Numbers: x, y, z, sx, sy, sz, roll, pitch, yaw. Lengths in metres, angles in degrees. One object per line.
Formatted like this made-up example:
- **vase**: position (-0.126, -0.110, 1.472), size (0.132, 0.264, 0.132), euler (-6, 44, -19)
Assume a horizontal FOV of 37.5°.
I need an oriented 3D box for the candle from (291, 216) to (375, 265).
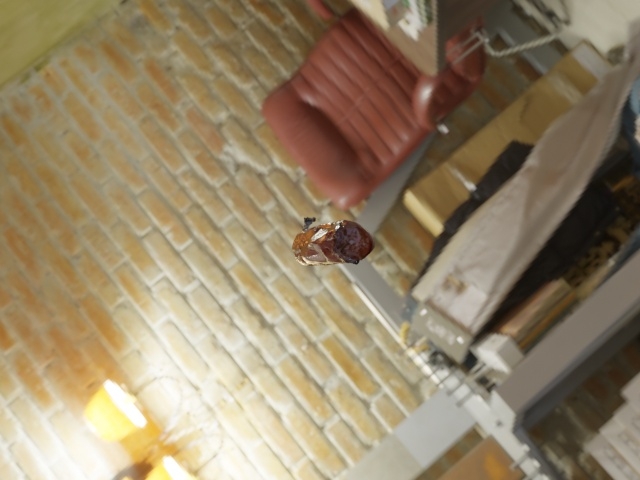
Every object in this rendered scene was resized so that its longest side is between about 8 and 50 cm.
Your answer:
- **candle**: position (0.000, 0.000, 0.887), size (0.162, 0.053, 0.048), euler (174, 86, -69)
